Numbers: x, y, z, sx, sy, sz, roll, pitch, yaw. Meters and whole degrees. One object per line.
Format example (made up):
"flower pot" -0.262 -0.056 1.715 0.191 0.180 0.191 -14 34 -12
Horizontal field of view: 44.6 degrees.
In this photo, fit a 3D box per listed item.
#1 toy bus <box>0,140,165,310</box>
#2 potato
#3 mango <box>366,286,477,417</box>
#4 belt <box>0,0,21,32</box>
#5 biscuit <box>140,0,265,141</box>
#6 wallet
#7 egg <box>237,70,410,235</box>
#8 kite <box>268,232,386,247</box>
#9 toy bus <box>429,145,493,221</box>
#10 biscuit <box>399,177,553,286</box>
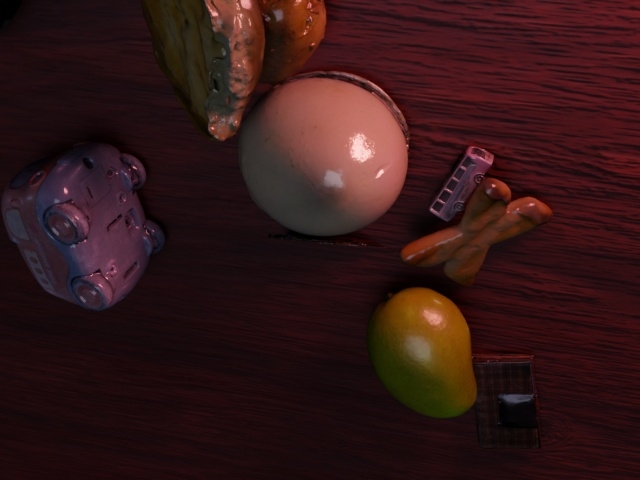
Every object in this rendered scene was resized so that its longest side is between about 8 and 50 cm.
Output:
"toy bus" -0.431 -0.025 1.355 0.232 0.197 0.294 5 127 24
"potato" -0.062 -0.308 1.102 0.137 0.137 0.176 32 145 -8
"mango" 0.175 0.205 1.373 0.185 0.149 0.273 2 127 21
"belt" -0.498 -0.363 1.154 0.078 0.151 0.198 36 127 -12
"biscuit" -0.154 -0.319 1.041 0.335 0.078 0.329 -32 81 60
"wallet" 0.346 0.305 1.465 0.124 0.042 0.230 -3 121 19
"egg" -0.013 -0.107 1.194 0.286 0.174 0.264 -9 117 24
"kite" 0.000 -0.001 1.310 0.189 0.232 0.009 3 88 54
"toy bus" 0.221 -0.090 1.230 0.052 0.037 0.130 30 127 -1
"biscuit" 0.247 -0.011 1.246 0.164 0.047 0.208 22 131 -32
